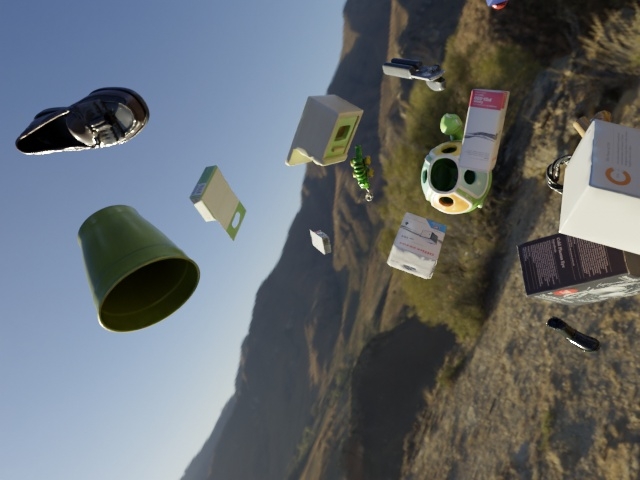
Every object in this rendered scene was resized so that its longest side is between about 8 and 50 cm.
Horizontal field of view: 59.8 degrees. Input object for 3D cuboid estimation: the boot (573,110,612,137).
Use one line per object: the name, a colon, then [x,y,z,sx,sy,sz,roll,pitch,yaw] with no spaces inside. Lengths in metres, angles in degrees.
boot: [1.160,-0.416,2.260,0.295,0.211,0.104,-17,-25,-40]

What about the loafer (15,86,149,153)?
loafer: [-0.454,-0.209,1.050,0.095,0.303,0.109,-59,-45,-44]

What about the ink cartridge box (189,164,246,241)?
ink cartridge box: [-0.367,-0.131,2.021,0.171,0.056,0.235,-74,-32,-41]

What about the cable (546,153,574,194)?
cable: [0.856,-0.226,1.877,0.047,0.150,0.184,-40,-4,-34]

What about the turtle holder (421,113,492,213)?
turtle holder: [0.478,-0.252,1.939,0.227,0.243,0.320,-3,-58,-60]

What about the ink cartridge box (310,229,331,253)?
ink cartridge box: [0.000,0.000,1.946,0.115,0.029,0.062,-142,37,-63]

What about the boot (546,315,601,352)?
boot: [0.673,0.249,1.488,0.045,0.099,0.121,-55,22,-4]

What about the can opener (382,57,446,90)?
can opener: [0.333,-0.581,1.968,0.076,0.283,0.095,-34,-56,-16]

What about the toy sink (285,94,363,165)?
toy sink: [0.014,-0.316,1.726,0.153,0.131,0.234,-23,-38,-54]

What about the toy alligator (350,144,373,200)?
toy alligator: [0.127,-0.194,1.687,0.051,0.056,0.189,-54,-43,-50]

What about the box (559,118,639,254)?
box: [0.729,-0.096,1.208,0.168,0.345,0.215,94,-164,-54]

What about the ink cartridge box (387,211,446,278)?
ink cartridge box: [0.299,0.013,1.712,0.190,0.140,0.082,-60,-13,-51]

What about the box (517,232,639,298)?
box: [0.858,0.081,1.754,0.312,0.343,0.179,-24,63,44]

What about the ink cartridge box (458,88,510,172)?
ink cartridge box: [0.461,-0.312,1.566,0.158,0.092,0.217,-31,-51,-63]

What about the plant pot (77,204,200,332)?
plant pot: [-0.673,0.071,1.964,0.366,0.353,0.366,-31,-29,-19]

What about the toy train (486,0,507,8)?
toy train: [0.498,-0.654,1.292,0.105,0.248,0.143,-42,-66,-83]
